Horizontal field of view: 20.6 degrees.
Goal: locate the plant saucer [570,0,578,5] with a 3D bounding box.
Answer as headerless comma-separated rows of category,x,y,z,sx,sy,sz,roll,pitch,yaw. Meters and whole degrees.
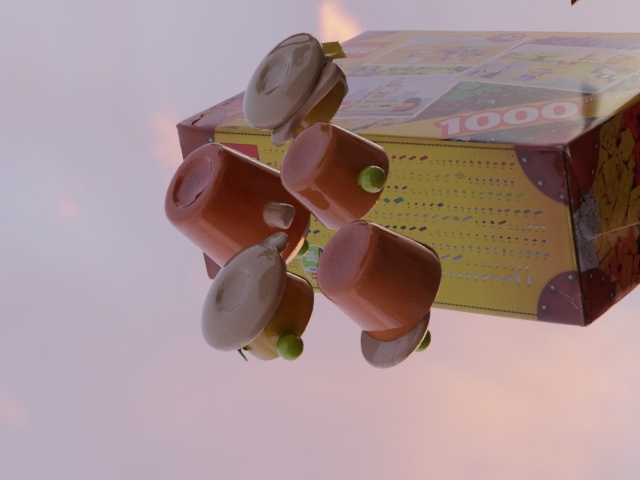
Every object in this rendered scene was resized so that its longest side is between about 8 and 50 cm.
plant saucer,0.276,-0.291,1.874,0.083,0.015,0.083,3,-90,-80

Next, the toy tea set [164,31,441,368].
toy tea set,0.000,0.000,1.324,0.124,0.200,0.336,32,-159,-33

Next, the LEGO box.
LEGO box,0.158,-0.088,1.920,0.372,0.500,0.193,-32,-61,-45
